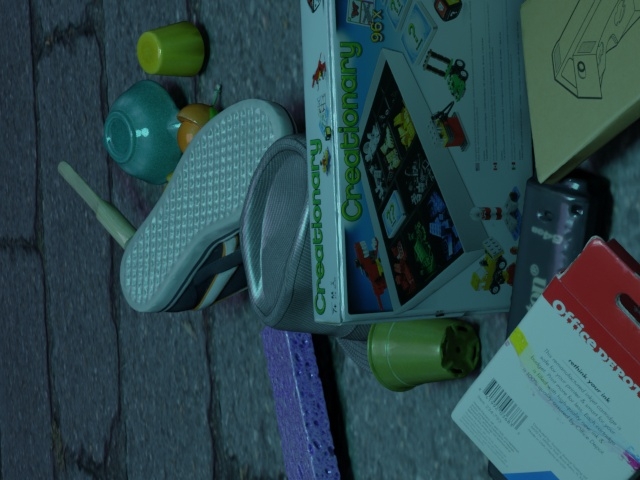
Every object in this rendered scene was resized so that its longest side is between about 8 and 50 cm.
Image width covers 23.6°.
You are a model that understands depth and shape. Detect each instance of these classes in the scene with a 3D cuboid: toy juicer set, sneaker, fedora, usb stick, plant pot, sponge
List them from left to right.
[{"bbox_3d":[-0.206,-0.105,1.932,0.329,0.089,0.209,-47,64,44],"label":"toy juicer set"},{"bbox_3d":[-0.096,-0.037,1.684,0.321,0.127,0.126,-46,55,38],"label":"sneaker"},{"bbox_3d":[-0.022,0.182,1.630,0.117,0.031,0.210,134,126,-70],"label":"sponge"},{"bbox_3d":[0.000,0.000,1.493,0.244,0.124,0.275,53,137,48],"label":"fedora"},{"bbox_3d":[0.099,0.096,1.376,0.079,0.083,0.083,-3,90,50],"label":"plant pot"},{"bbox_3d":[0.181,0.078,1.237,0.077,0.045,0.278,28,117,54],"label":"usb stick"}]

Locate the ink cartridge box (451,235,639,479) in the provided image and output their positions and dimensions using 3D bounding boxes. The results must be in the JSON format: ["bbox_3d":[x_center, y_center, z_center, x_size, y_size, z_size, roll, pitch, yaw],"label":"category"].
[{"bbox_3d":[0.206,0.098,1.110,0.134,0.078,0.231,47,137,16],"label":"ink cartridge box"}]

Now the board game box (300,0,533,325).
[{"bbox_3d":[0.083,-0.089,1.251,0.053,0.193,0.305,0,92,62],"label":"board game box"}]

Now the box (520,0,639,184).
[{"bbox_3d":[0.214,-0.156,1.135,0.201,0.021,0.164,137,138,-54],"label":"box"}]
